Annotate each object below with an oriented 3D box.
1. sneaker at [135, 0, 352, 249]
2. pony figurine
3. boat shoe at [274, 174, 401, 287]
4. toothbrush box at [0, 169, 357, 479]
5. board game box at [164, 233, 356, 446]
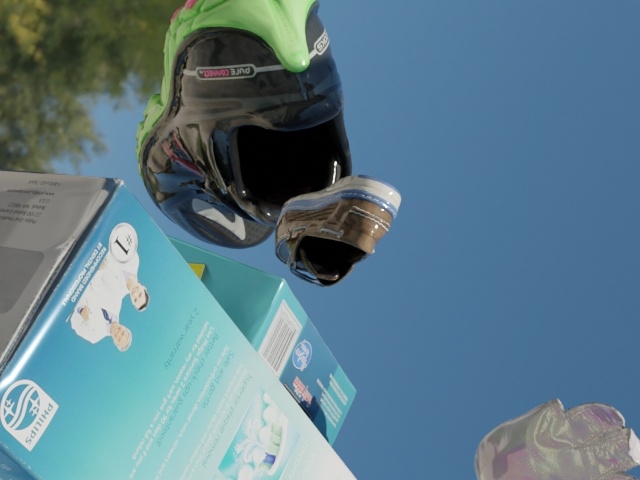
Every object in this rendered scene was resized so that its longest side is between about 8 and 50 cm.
[{"bbox_3d":[-0.079,-0.082,1.348,0.483,0.185,0.202,106,-38,-68],"label":"sneaker"},{"bbox_3d":[0.168,0.293,0.988,0.363,0.303,0.351,-54,-164,-29],"label":"pony figurine"},{"bbox_3d":[0.000,0.000,1.076,0.183,0.066,0.066,-35,-149,64],"label":"boat shoe"},{"bbox_3d":[-0.131,0.101,0.663,0.216,0.295,0.126,6,-124,34],"label":"toothbrush box"},{"bbox_3d":[-0.159,0.052,0.980,0.079,0.336,0.254,-64,159,-16],"label":"board game box"}]
